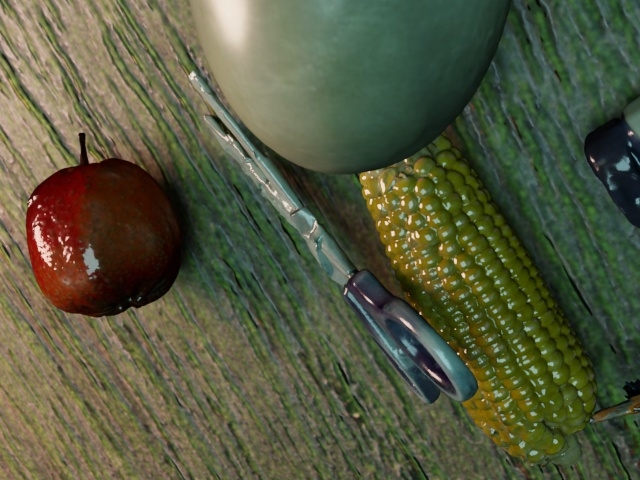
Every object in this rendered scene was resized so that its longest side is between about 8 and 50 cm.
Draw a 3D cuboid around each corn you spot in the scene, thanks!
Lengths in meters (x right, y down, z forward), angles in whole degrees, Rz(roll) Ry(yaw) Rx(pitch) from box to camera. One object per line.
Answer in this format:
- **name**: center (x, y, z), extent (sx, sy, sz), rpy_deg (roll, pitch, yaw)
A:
- **corn**: center (0.152, 0.059, 0.771), extent (0.130, 0.130, 0.347), rpy_deg (-25, 100, 25)

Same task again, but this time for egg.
- **egg**: center (0.022, -0.221, 0.628), extent (0.258, 0.258, 0.352), rpy_deg (11, 123, 14)

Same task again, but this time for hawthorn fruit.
- **hawthorn fruit**: center (-0.228, -0.020, 0.859), extent (0.156, 0.157, 0.194), rpy_deg (-18, 86, 23)

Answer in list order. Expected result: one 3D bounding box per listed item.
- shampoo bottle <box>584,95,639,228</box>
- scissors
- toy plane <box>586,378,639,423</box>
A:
- **shampoo bottle**: center (0.394, -0.126, 0.648), extent (0.359, 0.078, 0.134), rpy_deg (-34, 108, 26)
- **scissors**: center (0.000, 0.000, 0.779), extent (0.029, 0.256, 0.383), rpy_deg (-38, 84, -8)
- **toy plane**: center (0.327, 0.129, 0.763), extent (0.188, 0.062, 0.135), rpy_deg (-16, 107, 3)
